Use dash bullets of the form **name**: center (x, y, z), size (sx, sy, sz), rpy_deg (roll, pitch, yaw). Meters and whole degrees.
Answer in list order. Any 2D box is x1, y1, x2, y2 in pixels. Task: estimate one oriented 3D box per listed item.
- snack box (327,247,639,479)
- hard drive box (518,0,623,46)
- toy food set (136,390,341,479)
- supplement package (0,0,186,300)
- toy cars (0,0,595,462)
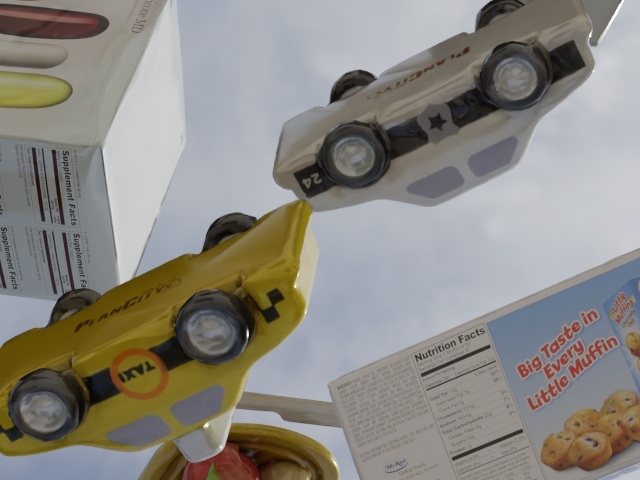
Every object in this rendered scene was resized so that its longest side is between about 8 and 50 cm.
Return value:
- **snack box**: center (0.093, 0.042, 0.512), size (0.178, 0.022, 0.064), rpy_deg (-24, -108, 15)
- **hard drive box**: center (0.116, -0.221, 1.084), size (0.181, 0.089, 0.232), rpy_deg (28, -167, -6)
- **toy food set**: center (-0.054, 0.182, 1.051), size (0.128, 0.218, 0.071), rpy_deg (13, -128, -16)
- **supplement package**: center (-0.218, -0.078, 1.123), size (0.203, 0.149, 0.194), rpy_deg (6, -138, 7)
- **toy cars**: center (0.000, 0.000, 0.829), size (0.394, 0.087, 0.176), rpy_deg (-40, -158, -23)
